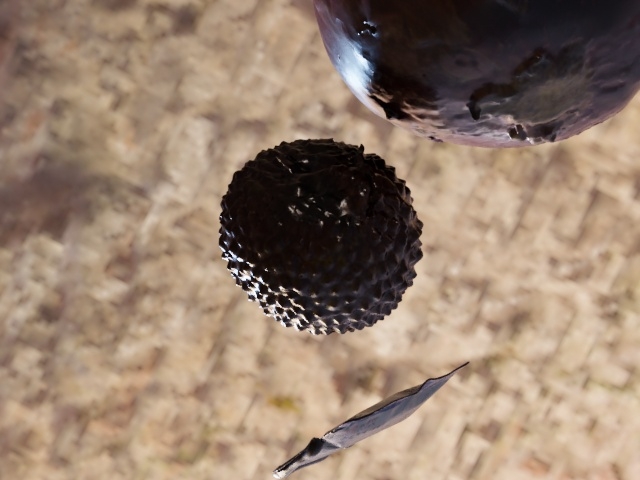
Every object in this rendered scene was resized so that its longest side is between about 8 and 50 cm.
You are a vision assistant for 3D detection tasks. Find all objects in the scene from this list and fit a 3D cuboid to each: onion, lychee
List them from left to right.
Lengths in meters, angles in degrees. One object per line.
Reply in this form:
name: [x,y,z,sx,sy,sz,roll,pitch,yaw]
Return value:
lychee: [0.000,0.000,1.431,0.188,0.188,0.188,-63,-4,-7]
onion: [0.148,-0.281,1.417,0.347,0.348,0.385,112,149,-56]

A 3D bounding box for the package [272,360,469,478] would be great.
package: [0.051,0.180,1.634,0.171,0.027,0.173,-20,-16,-35]
